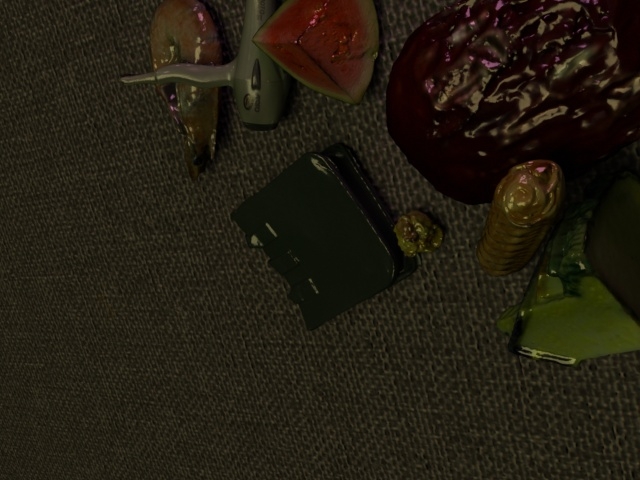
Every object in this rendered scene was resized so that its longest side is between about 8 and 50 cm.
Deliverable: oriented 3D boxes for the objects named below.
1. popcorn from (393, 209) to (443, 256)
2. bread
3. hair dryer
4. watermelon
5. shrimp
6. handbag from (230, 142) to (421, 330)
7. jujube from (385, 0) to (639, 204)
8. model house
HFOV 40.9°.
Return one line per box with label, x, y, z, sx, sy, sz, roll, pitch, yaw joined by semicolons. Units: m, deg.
popcorn;0.149;-0.011;1.290;0.083;0.068;0.059;28;156;-19
bread;0.243;-0.018;1.063;0.077;0.367;0.084;30;82;13
hair dryer;-0.161;-0.309;1.321;0.267;0.092;0.229;19;107;-1
watermelon;0.010;-0.305;1.232;0.193;0.137;0.145;32;84;9
shrimp;-0.230;-0.256;1.451;0.168;0.077;0.317;23;120;39
handbag;0.002;-0.001;1.391;0.260;0.079;0.247;-33;89;42
jujube;0.247;-0.184;1.019;0.377;0.258;0.258;-16;101;47
model house;0.319;0.038;1.085;0.170;0.194;0.211;43;144;-14
